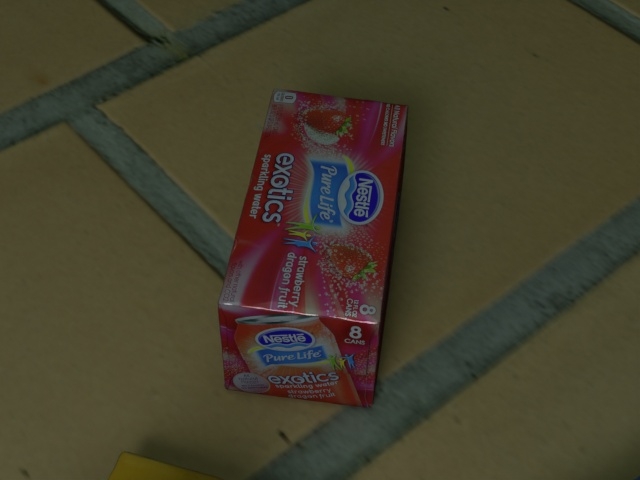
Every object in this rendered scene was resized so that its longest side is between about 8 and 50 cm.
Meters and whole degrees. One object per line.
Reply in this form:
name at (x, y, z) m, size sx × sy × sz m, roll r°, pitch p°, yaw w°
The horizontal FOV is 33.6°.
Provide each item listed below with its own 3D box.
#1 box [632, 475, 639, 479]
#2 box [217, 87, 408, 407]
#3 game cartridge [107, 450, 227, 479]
box at (0.231, 0.273, 0.667) m, size 0.159 × 0.044 × 0.233 m, roll -24°, pitch 53°, yaw -21°
box at (0.000, 0.000, 0.908) m, size 0.128 × 0.123 × 0.257 m, roll 7°, pitch 49°, yaw 4°
game cartridge at (-0.038, 0.307, 0.690) m, size 0.323 × 0.053 × 0.285 m, roll 15°, pitch 50°, yaw 9°
